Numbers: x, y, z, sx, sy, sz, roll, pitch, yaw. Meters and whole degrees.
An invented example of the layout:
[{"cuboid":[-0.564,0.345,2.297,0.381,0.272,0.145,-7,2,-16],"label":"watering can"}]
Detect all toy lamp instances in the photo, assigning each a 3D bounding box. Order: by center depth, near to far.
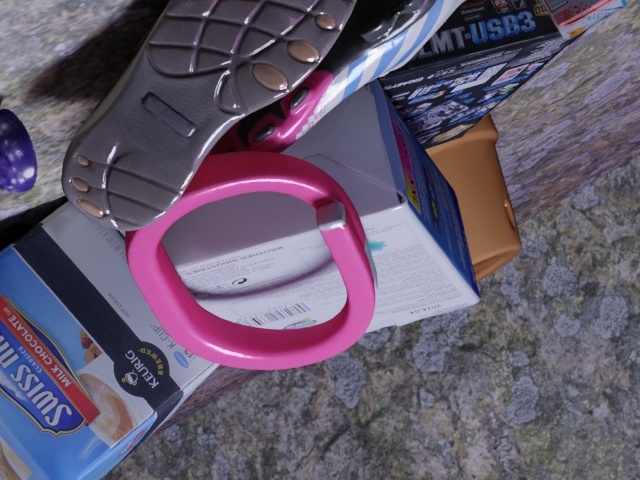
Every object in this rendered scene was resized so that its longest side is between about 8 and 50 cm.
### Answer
[{"cuboid":[-0.353,-0.034,1.253,0.274,0.080,0.080,-23,169,-32],"label":"toy lamp"}]

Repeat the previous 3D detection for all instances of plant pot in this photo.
[{"cuboid":[0.122,-0.032,2.074,0.291,0.203,0.291,-26,168,-6],"label":"plant pot"}]

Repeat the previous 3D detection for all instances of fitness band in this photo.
[{"cuboid":[-0.060,0.027,1.488,0.209,0.054,0.291,-12,142,9],"label":"fitness band"}]

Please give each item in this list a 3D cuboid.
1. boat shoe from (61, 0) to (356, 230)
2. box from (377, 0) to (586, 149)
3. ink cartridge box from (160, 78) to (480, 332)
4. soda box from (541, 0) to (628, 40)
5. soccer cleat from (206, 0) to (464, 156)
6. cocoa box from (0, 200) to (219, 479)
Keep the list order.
[{"cuboid":[-0.090,-0.149,1.312,0.324,0.123,0.116,-41,-161,21],"label":"boat shoe"},{"cuboid":[0.101,-0.163,1.750,0.295,0.073,0.293,-18,168,-31],"label":"box"},{"cuboid":[0.000,0.000,1.703,0.270,0.151,0.395,-15,156,13],"label":"ink cartridge box"},{"cuboid":[0.163,-0.244,1.229,0.058,0.183,0.063,-29,171,10],"label":"soda box"},{"cuboid":[-0.001,-0.153,1.435,0.331,0.116,0.143,-33,167,24],"label":"soccer cleat"},{"cuboid":[-0.297,0.154,1.729,0.228,0.231,0.347,-39,177,-29],"label":"cocoa box"}]
